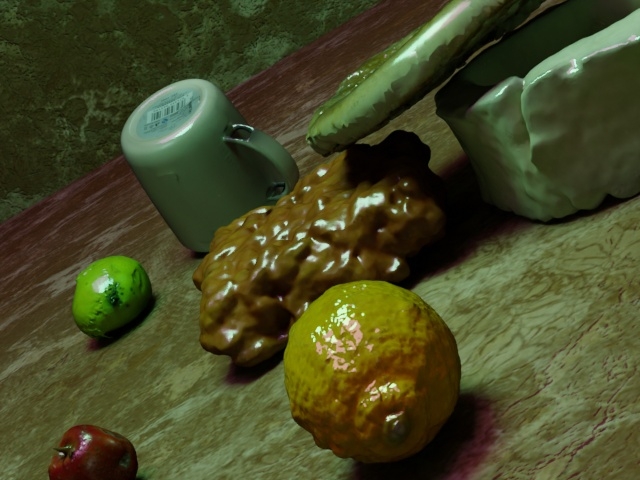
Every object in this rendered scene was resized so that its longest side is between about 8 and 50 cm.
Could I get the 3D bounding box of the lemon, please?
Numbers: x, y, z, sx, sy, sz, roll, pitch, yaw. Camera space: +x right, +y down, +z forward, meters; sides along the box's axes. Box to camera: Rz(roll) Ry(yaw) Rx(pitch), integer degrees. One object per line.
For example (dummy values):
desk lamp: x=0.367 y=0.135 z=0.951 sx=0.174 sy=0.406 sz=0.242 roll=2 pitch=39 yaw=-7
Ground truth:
lemon: x=0.041 y=0.105 z=0.991 sx=0.142 sy=0.142 sz=0.187 roll=-32 pitch=21 yaw=1

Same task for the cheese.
cheese: x=0.286 y=-0.161 z=1.289 sx=0.332 sy=0.153 sz=0.292 roll=-31 pitch=15 yaw=11

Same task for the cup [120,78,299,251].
cup: x=-0.156 y=-0.119 z=1.863 sx=0.253 sy=0.200 sz=0.191 roll=0 pitch=47 yaw=36

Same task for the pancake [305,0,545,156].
pancake: x=0.130 y=-0.217 z=1.402 sx=0.382 sy=0.071 sz=0.382 roll=-38 pitch=5 yaw=4

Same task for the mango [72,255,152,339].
mango: x=-0.304 y=0.075 z=1.822 sx=0.119 sy=0.100 sz=0.178 roll=-34 pitch=8 yaw=4

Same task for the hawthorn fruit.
hawthorn fruit: x=-0.229 y=0.223 z=1.247 sx=0.093 sy=0.093 sz=0.093 roll=-30 pitch=16 yaw=9

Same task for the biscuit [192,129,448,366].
biscuit: x=0.000 y=0.000 z=1.444 sx=0.312 sy=0.110 sz=0.318 roll=-32 pitch=15 yaw=12
